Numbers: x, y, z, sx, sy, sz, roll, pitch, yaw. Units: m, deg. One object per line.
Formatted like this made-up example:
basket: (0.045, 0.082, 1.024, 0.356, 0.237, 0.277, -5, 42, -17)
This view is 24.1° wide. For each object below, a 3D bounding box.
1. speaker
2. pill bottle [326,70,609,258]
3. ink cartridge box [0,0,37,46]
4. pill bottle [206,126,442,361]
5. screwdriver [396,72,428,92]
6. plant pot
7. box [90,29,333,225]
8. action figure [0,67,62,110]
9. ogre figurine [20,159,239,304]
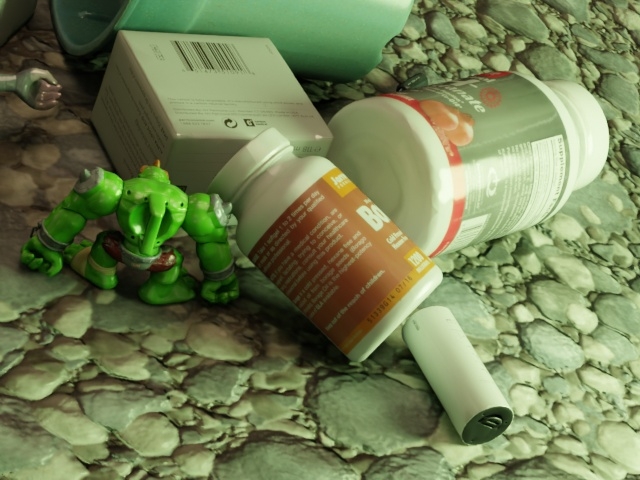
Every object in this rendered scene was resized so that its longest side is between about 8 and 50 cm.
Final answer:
speaker: (0.128, 0.126, 1.407, 0.055, 0.055, 0.136, -1, 42, -30)
pill bottle: (0.163, -0.086, 1.599, 0.318, 0.176, 0.176, -16, 51, -42)
ink cartridge box: (-0.423, -0.292, 1.615, 0.212, 0.093, 0.154, 25, 34, 0)
pill bottle: (0.000, 0.000, 1.403, 0.216, 0.121, 0.121, 45, 38, 4)
screwdriver: (0.082, -0.162, 1.793, 0.025, 0.024, 0.170, 54, 44, -7)
plant pot: (-0.086, -0.333, 1.684, 0.334, 0.341, 0.341, 13, 36, -29)
box: (-0.114, -0.114, 1.531, 0.181, 0.119, 0.182, -2, 43, -31)
action figure: (-0.403, -0.154, 1.367, 0.276, 0.248, 0.370, -4, 50, 7)
ogre figurine: (-0.160, -0.004, 1.363, 0.197, 0.118, 0.097, 24, 35, 0)
